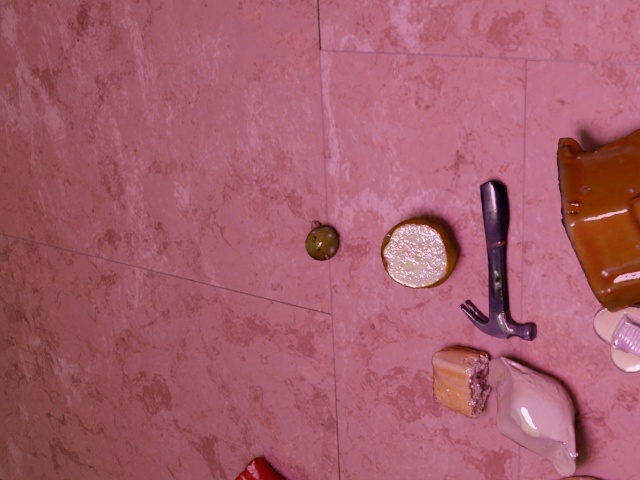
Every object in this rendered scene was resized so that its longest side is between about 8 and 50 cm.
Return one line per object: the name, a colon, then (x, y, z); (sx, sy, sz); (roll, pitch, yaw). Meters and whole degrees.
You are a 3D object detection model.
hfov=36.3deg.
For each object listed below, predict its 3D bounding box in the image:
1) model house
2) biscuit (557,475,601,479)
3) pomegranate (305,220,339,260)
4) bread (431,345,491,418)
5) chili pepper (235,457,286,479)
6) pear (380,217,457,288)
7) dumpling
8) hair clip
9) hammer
model house: (0.503, -0.035, 1.481); (0.239, 0.173, 0.268); (-15, 121, 31)
biscuit: (0.470, 0.520, 1.765); (0.188, 0.040, 0.265); (56, 132, 10)
pomegranate: (0.000, 0.004, 1.960); (0.084, 0.073, 0.073); (-129, 37, -64)
bread: (0.264, 0.256, 1.818); (0.106, 0.082, 0.125); (22, 129, 44)
chili pepper: (-0.043, 0.622, 2.167); (0.338, 0.131, 0.135); (26, 130, 28)
pear: (0.183, 0.018, 1.787); (0.141, 0.104, 0.141); (4, 109, 13)
dumpling: (0.372, 0.312, 1.734); (0.215, 0.126, 0.166); (31, 151, 12)
hair clip: (0.543, 0.163, 1.560); (0.218, 0.071, 0.159); (31, 116, 21)
hammer: (0.307, 0.034, 1.731); (0.137, 0.037, 0.290); (5, 109, 37)
